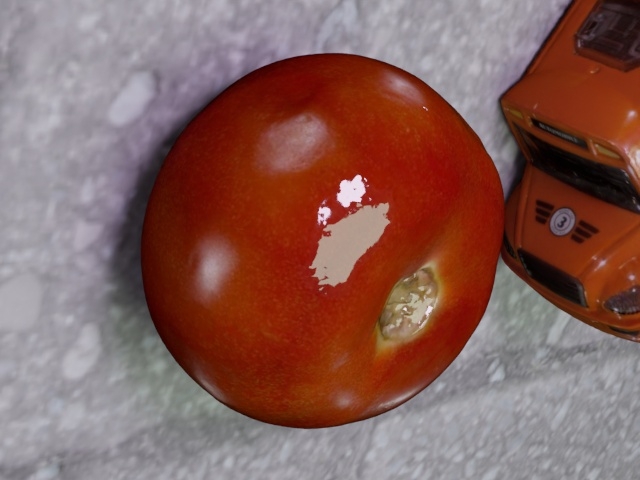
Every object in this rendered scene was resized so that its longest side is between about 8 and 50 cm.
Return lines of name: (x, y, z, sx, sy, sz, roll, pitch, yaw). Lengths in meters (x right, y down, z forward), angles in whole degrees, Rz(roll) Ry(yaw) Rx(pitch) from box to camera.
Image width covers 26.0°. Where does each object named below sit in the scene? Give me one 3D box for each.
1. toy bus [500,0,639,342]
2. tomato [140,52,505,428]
toy bus: (0.225, -0.107, 0.859, 0.153, 0.143, 0.329, 35, 89, -43)
tomato: (0.000, 0.000, 0.680, 0.195, 0.136, 0.195, -30, 138, -32)
